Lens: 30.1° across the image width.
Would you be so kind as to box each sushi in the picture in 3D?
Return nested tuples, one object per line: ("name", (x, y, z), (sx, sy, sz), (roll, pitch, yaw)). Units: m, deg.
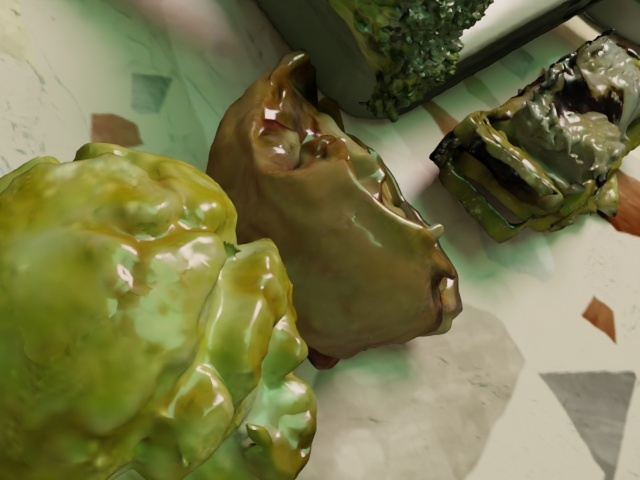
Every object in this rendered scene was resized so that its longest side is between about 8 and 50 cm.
("sushi", (0.211, -0.083, 0.988), (0.139, 0.131, 0.291), (48, 36, 8))

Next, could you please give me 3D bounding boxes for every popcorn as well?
("popcorn", (-0.111, 0.055, 0.589), (0.183, 0.221, 0.204), (9, 67, -28))

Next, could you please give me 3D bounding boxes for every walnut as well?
("walnut", (-0.007, -0.010, 0.762), (0.204, 0.141, 0.238), (58, 7, 9))

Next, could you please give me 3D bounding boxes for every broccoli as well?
("broccoli", (-0.034, -0.263, 0.824), (0.361, 0.252, 0.221), (27, 29, 6))

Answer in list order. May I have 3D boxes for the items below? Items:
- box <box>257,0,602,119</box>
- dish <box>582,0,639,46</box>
("box", (0.079, -0.340, 1.025), (0.396, 0.111, 0.396), (-31, 80, -25))
("dish", (0.335, -0.304, 1.250), (0.324, 0.124, 0.324), (13, 55, -20))
